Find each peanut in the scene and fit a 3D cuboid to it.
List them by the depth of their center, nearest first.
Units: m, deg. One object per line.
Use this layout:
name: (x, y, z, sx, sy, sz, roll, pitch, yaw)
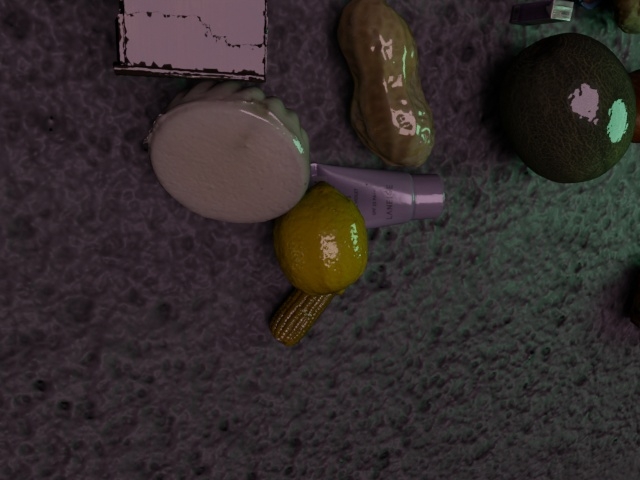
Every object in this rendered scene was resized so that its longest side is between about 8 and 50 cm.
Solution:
peanut: (0.117, -0.278, 0.976, 0.149, 0.149, 0.313, -20, 114, -14)

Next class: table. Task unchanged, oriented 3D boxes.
table: (-0.193, -0.376, 0.755, 0.196, 0.250, 0.282, -2, 109, -19)

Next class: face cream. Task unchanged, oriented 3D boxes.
face cream: (0.100, -0.083, 1.071, 0.273, 0.096, 0.154, -4, 113, -6)

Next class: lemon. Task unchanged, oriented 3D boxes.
lemon: (0.001, 0.002, 0.983, 0.180, 0.180, 0.193, -32, 122, -8)

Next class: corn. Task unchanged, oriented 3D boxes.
corn: (-0.016, 0.109, 1.093, 0.080, 0.080, 0.231, 39, 87, -28)

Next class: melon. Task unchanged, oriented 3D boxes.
melon: (0.485, -0.250, 1.068, 0.237, 0.237, 0.302, -40, 120, -4)

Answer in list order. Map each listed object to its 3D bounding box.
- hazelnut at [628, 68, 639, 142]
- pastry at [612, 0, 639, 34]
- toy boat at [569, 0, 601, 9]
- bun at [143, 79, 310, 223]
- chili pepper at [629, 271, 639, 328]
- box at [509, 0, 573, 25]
hazelnut: (0.710, -0.300, 1.198, 0.150, 0.150, 0.150, -7, 110, -19)
pastry: (0.650, -0.533, 1.060, 0.257, 0.120, 0.236, 11, 89, -52)
toy boat: (0.497, -0.554, 1.046, 0.100, 0.097, 0.223, -44, 118, -6)
bun: (-0.139, -0.171, 0.904, 0.263, 0.175, 0.263, 4, 140, 3)
chili pepper: (0.970, 0.141, 1.432, 0.305, 0.229, 0.251, 5, 145, -10)
box: (0.424, -0.438, 1.047, 0.050, 0.117, 0.036, -3, 107, -22)
